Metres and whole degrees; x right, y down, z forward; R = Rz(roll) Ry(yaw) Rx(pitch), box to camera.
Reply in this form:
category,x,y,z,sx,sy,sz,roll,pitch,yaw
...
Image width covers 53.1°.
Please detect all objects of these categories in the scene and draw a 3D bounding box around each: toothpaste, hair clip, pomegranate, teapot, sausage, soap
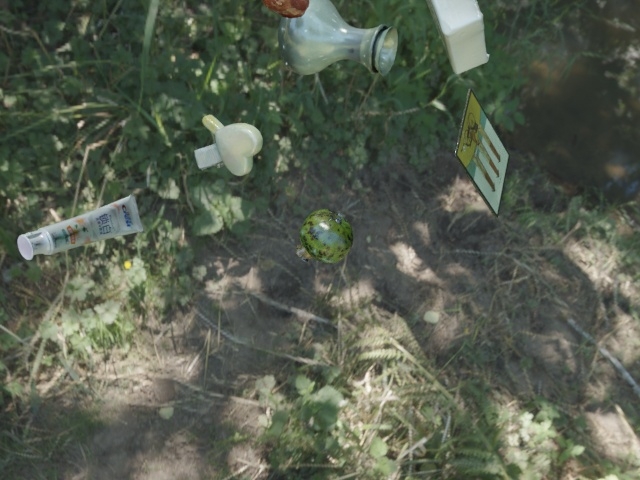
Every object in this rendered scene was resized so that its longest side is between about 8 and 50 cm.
category,x,y,z,sx,sy,sz,roll,pitch,yaw
toothpaste,-0.571,-0.028,1.561,0.323,0.066,0.100,-26,107,-50
hair clip,-0.220,-0.225,1.502,0.071,0.218,0.159,-32,104,-43
pomegranate,0.000,0.000,1.399,0.122,0.161,0.122,32,40,-32
teapot,0.039,-0.444,1.419,0.251,0.183,0.183,18,54,21
sausage,-0.069,-0.471,1.239,0.076,0.076,0.141,35,16,10
soap,0.198,-0.363,0.974,0.063,0.121,0.183,-19,67,12

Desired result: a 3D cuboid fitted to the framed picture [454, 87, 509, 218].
category,x,y,z,sx,sy,sz,roll,pitch,yaw
framed picture,0.481,-0.251,1.887,0.013,0.324,0.244,-4,57,38
